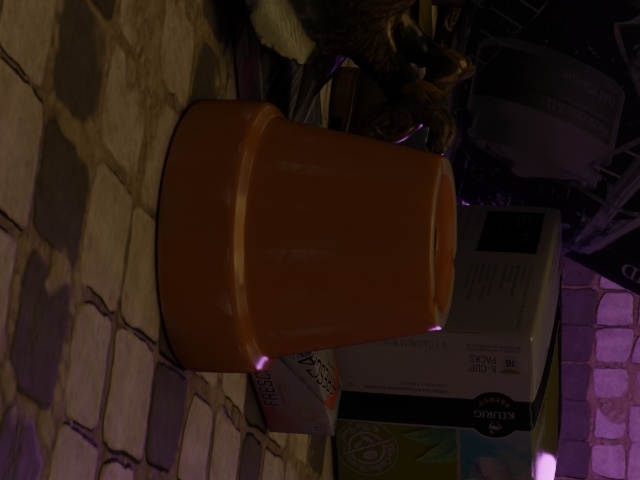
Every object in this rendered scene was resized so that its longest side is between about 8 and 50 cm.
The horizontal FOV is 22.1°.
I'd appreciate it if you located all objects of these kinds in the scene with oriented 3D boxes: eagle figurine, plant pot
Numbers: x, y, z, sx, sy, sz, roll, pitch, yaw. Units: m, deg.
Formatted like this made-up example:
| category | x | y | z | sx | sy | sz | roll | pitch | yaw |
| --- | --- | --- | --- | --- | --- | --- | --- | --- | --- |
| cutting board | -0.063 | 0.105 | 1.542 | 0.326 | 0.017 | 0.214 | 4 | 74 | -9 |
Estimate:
| category | x | y | z | sx | sy | sz | roll | pitch | yaw |
| --- | --- | --- | --- | --- | --- | --- | --- | --- | --- |
| eagle figurine | 0.026 | -0.229 | 1.291 | 0.298 | 0.225 | 0.226 | 57 | -18 | -16 |
| plant pot | 0.000 | 0.000 | 1.211 | 0.205 | 0.188 | 0.205 | 2 | 90 | -77 |

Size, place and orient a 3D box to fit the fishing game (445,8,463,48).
| category | x | y | z | sx | sy | sz | roll | pitch | yaw |
| --- | --- | --- | --- | --- | --- | --- | --- | --- | --- |
| fishing game | 0.162 | -0.198 | 2.070 | 0.264 | 0.041 | 0.189 | 97 | 17 | -69 |

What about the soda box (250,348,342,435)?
| category | x | y | z | sx | sy | sz | roll | pitch | yaw |
| --- | --- | --- | --- | --- | --- | --- | --- | --- | --- |
| soda box | -0.025 | 0.096 | 1.397 | 0.183 | 0.063 | 0.058 | 76 | 20 | -52 |

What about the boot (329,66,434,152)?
| category | x | y | z | sx | sy | sz | roll | pitch | yaw |
| --- | --- | --- | --- | --- | --- | --- | --- | --- | --- |
| boot | 0.062 | -0.069 | 1.660 | 0.082 | 0.106 | 0.219 | 29 | 64 | -76 |

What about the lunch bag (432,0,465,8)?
| category | x | y | z | sx | sy | sz | roll | pitch | yaw |
| --- | --- | --- | --- | --- | --- | --- | --- | --- | --- |
| lunch bag | 0.147 | -0.417 | 1.944 | 0.293 | 0.120 | 0.258 | -76 | 163 | -44 |

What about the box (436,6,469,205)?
| category | x | y | z | sx | sy | sz | roll | pitch | yaw |
| --- | --- | --- | --- | --- | --- | --- | --- | --- | --- |
| box | 0.206 | -0.145 | 2.364 | 0.293 | 0.073 | 0.295 | 75 | 21 | -55 |

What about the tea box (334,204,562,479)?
| category | x | y | z | sx | sy | sz | roll | pitch | yaw |
| --- | --- | --- | --- | --- | --- | --- | --- | --- | --- |
| tea box | 0.153 | 0.167 | 1.848 | 0.329 | 0.220 | 0.323 | -62 | 150 | -62 |

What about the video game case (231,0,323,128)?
| category | x | y | z | sx | sy | sz | roll | pitch | yaw |
| --- | --- | --- | --- | --- | --- | --- | --- | --- | --- |
| video game case | -0.031 | -0.102 | 1.431 | 0.196 | 0.026 | 0.274 | -65 | 155 | -60 |

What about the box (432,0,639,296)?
| category | x | y | z | sx | sy | sz | roll | pitch | yaw |
| --- | --- | --- | --- | --- | --- | --- | --- | --- | --- |
| box | 0.418 | -0.209 | 1.882 | 0.297 | 0.480 | 0.472 | -47 | 160 | -43 |

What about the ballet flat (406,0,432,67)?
| category | x | y | z | sx | sy | sz | roll | pitch | yaw |
| --- | --- | --- | --- | --- | --- | --- | --- | --- | --- |
| ballet flat | 0.088 | -0.281 | 1.827 | 0.231 | 0.077 | 0.077 | 81 | 30 | -45 |
